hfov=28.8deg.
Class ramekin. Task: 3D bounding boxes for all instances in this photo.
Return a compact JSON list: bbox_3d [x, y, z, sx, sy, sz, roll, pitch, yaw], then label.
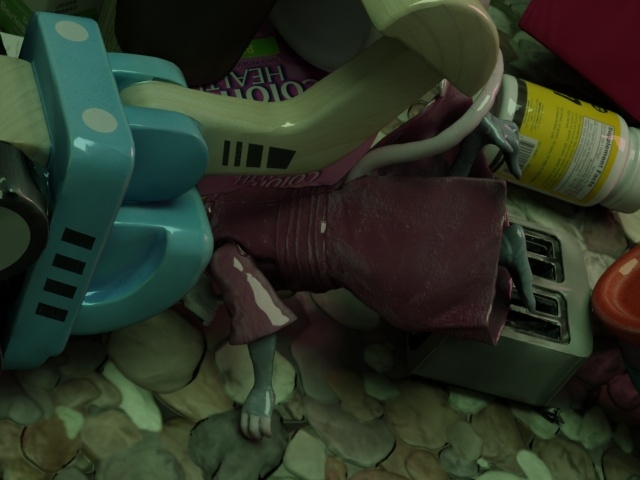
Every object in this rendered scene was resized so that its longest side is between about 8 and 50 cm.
[{"bbox_3d":[0.034,-0.286,1.228,0.127,0.273,0.273,-28,69,-27],"label":"ramekin"}]

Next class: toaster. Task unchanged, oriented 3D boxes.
[{"bbox_3d":[0.184,0.071,1.266,0.186,0.110,0.168,16,49,-14],"label":"toaster"}]

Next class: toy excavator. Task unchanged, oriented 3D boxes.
[{"bbox_3d":[-0.128,-0.072,1.023,0.445,0.433,0.222,3,44,-30],"label":"toy excavator"}]

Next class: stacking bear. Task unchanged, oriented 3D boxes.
[{"bbox_3d":[0.404,0.142,1.245,0.175,0.164,0.289,-42,111,-24],"label":"stacking bear"}]

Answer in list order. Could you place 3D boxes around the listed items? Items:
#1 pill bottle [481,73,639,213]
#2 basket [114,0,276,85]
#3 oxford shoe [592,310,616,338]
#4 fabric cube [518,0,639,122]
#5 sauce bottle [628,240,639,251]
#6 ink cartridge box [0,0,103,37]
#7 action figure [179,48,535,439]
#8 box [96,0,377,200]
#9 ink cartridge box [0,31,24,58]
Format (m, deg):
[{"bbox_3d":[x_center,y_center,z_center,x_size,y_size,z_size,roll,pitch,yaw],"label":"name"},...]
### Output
[{"bbox_3d":[0.283,-0.108,1.452,0.209,0.119,0.119,18,48,-13],"label":"pill bottle"},{"bbox_3d":[-0.109,-0.266,1.156,0.204,0.227,0.154,42,50,11],"label":"basket"},{"bbox_3d":[0.452,0.073,1.390,0.348,0.123,0.130,-11,65,-31],"label":"oxford shoe"},{"bbox_3d":[0.455,-0.287,1.524,0.254,0.259,0.258,-6,44,-50],"label":"fabric cube"},{"bbox_3d":[0.420,0.011,1.476,0.128,0.042,0.042,-9,58,-33],"label":"sauce bottle"},{"bbox_3d":[-0.224,-0.340,1.289,0.198,0.273,0.115,-28,69,-39],"label":"ink cartridge box"},{"bbox_3d":[0.000,0.000,1.124,0.370,0.275,0.248,-6,40,10],"label":"action figure"},{"bbox_3d":[-0.095,-0.161,1.315,0.214,0.117,0.243,-11,60,-32],"label":"box"},{"bbox_3d":[-0.248,-0.097,1.162,0.212,0.154,0.093,11,47,-17],"label":"ink cartridge box"}]
